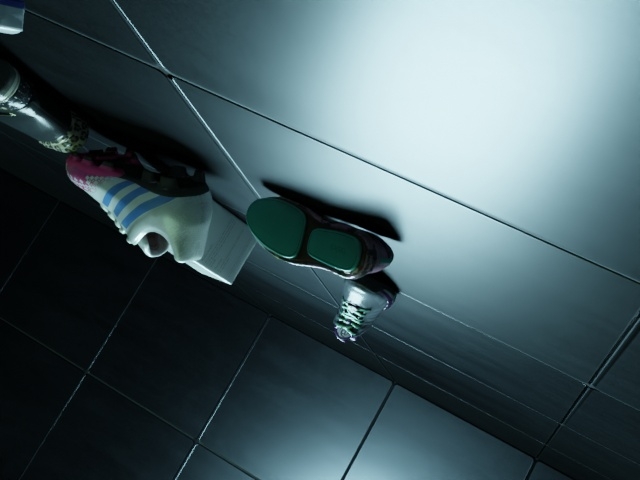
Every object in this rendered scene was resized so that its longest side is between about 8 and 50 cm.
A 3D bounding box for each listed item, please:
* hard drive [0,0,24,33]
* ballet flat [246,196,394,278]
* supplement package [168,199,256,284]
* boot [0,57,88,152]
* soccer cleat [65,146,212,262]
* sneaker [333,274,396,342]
[{"bbox_3d":[-0.479,-0.245,0.747,0.210,0.040,0.319,16,-168,31],"label":"hard drive"},{"bbox_3d":[0.000,0.000,0.990,0.222,0.076,0.079,19,-176,43],"label":"ballet flat"},{"bbox_3d":[-0.213,-0.019,1.348,0.179,0.105,0.105,38,167,-35],"label":"supplement package"},{"bbox_3d":[-0.479,-0.213,1.217,0.236,0.085,0.178,21,168,37],"label":"boot"},{"bbox_3d":[-0.288,-0.055,1.214,0.116,0.143,0.331,-12,-157,-43],"label":"soccer cleat"},{"bbox_3d":[0.061,0.111,1.234,0.083,0.098,0.223,28,169,11],"label":"sneaker"}]
